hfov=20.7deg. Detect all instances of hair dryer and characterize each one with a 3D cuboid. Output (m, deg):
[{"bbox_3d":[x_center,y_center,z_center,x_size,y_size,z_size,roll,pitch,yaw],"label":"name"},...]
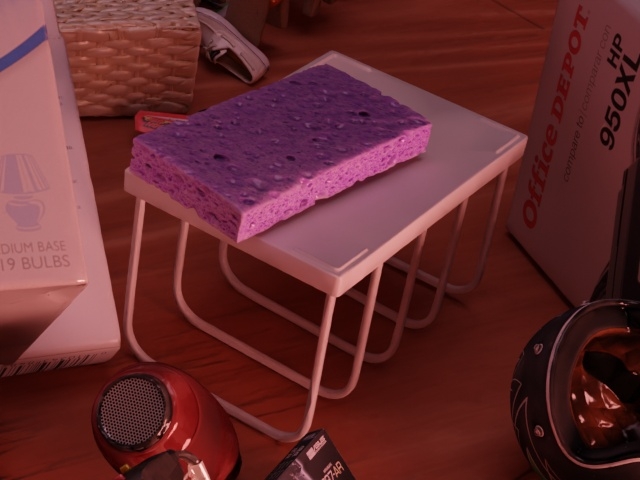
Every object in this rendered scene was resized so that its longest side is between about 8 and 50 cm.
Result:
[{"bbox_3d":[-0.090,0.188,1.133,0.080,0.224,0.293,-14,19,7],"label":"hair dryer"}]

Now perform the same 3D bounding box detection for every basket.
[{"bbox_3d":[-0.199,-0.186,1.649,0.167,0.113,0.103,-4,40,-19],"label":"basket"}]

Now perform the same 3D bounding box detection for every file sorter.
[{"bbox_3d":[0.000,0.000,1.385,0.193,0.173,0.277,27,38,23],"label":"file sorter"}]

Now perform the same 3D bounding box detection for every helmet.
[{"bbox_3d":[0.221,0.124,1.276,0.161,0.169,0.169,11,32,27],"label":"helmet"}]

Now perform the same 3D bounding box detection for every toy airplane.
[{"bbox_3d":[-0.098,-0.079,1.597,0.151,0.028,0.151,6,35,-4],"label":"toy airplane"}]

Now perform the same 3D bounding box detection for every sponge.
[{"bbox_3d":[-0.027,-0.071,1.300,0.117,0.031,0.210,32,39,31],"label":"sponge"}]

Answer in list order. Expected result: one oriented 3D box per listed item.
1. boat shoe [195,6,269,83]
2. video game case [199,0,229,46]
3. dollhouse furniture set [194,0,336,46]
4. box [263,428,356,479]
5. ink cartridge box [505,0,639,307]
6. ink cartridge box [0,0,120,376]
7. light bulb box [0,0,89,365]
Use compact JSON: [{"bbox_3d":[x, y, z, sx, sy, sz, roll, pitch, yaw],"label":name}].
[{"bbox_3d":[-0.098,-0.191,1.738,0.100,0.035,0.035,40,49,1],"label":"boat shoe"},{"bbox_3d":[-0.187,-0.271,1.849,0.212,0.023,0.193,23,37,16],"label":"video game case"},{"bbox_3d":[-0.085,-0.344,1.838,0.259,0.135,0.262,24,36,18],"label":"dollhouse furniture set"},{"bbox_3d":[-0.007,0.181,1.227,0.018,0.067,0.083,-22,13,39],"label":"box"},{"bbox_3d":[0.333,-0.023,1.409,0.166,0.285,0.395,-9,39,-25],"label":"ink cartridge box"},{"bbox_3d":[-0.338,-0.049,1.315,0.324,0.071,0.330,-6,72,-22],"label":"ink cartridge box"},{"bbox_3d":[-0.371,-0.097,1.148,0.358,0.225,0.361,-5,74,-26],"label":"light bulb box"}]
